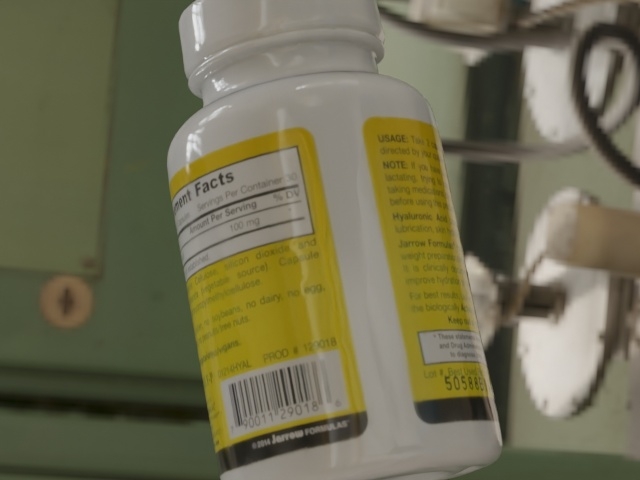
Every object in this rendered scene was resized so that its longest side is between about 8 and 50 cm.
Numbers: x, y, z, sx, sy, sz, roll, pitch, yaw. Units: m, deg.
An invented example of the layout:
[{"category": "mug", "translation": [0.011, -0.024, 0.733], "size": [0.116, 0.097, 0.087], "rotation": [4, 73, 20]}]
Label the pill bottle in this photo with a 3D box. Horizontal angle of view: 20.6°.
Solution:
[{"category": "pill bottle", "translation": [0.000, 0.000, 0.406], "size": [0.065, 0.065, 0.116], "rotation": [142, 120, -66]}]
